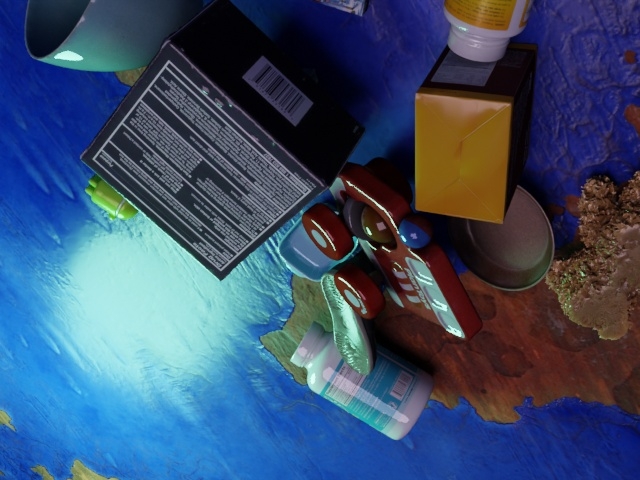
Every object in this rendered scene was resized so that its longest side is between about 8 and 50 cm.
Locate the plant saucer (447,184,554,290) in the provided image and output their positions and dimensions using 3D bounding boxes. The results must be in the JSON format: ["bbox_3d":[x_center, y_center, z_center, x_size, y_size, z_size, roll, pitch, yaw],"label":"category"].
[{"bbox_3d":[0.296,-0.016,1.397,0.199,0.036,0.198,24,127,36],"label":"plant saucer"}]

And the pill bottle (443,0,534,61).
[{"bbox_3d":[0.232,-0.351,1.146,0.117,0.117,0.215,20,131,12],"label":"pill bottle"}]

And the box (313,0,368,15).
[{"bbox_3d":[0.033,-0.407,1.264,0.094,0.027,0.137,20,131,10],"label":"box"}]

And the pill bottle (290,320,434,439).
[{"bbox_3d":[0.076,0.262,1.683,0.264,0.146,0.146,31,133,3],"label":"pill bottle"}]

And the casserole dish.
[{"bbox_3d":[0.000,0.000,1.592,0.114,0.037,0.188,38,132,-4],"label":"casserole dish"}]

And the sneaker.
[{"bbox_3d":[0.084,0.131,1.577,0.083,0.118,0.222,9,123,42],"label":"sneaker"}]

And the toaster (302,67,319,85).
[{"bbox_3d":[-0.072,-0.185,1.434,0.186,0.110,0.168,0,123,27],"label":"toaster"}]

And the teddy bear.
[{"bbox_3d":[0.490,-0.006,1.302,0.245,0.113,0.338,17,124,11],"label":"teddy bear"}]

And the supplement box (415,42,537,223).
[{"bbox_3d":[0.225,-0.162,1.243,0.129,0.194,0.191,10,129,20],"label":"supplement box"}]

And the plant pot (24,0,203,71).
[{"bbox_3d":[-0.296,-0.377,1.320,0.195,0.290,0.290,19,144,-38],"label":"plant pot"}]

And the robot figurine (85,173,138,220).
[{"bbox_3d":[-0.405,-0.086,1.710,0.115,0.067,0.101,33,125,0],"label":"robot figurine"}]

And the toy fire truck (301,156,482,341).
[{"bbox_3d":[0.123,0.009,1.373,0.254,0.169,0.302,21,145,58],"label":"toy fire truck"}]

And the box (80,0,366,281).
[{"bbox_3d":[-0.149,-0.147,1.303,0.296,0.182,0.294,43,131,-10],"label":"box"}]
